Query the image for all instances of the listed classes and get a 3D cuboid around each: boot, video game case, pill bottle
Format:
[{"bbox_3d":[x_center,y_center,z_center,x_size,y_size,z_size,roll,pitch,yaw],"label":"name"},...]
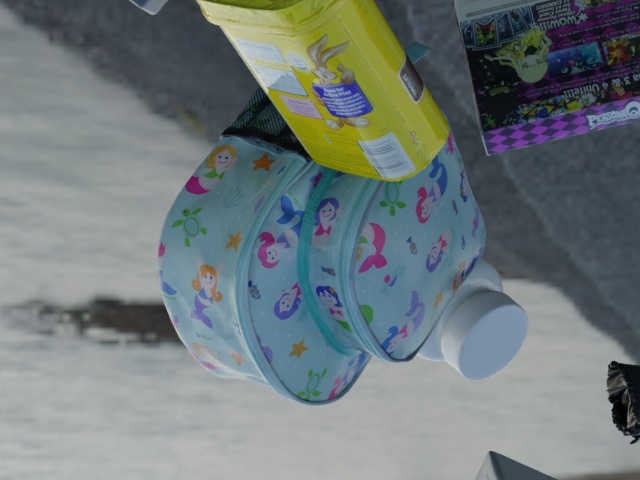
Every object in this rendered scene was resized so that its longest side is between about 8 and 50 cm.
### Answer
[{"bbox_3d":[0.283,0.112,1.374,0.099,0.121,0.045,1,155,-25],"label":"boot"},{"bbox_3d":[0.242,-0.194,1.494,0.232,0.210,0.042,-13,146,6],"label":"video game case"},{"bbox_3d":[0.107,0.047,1.648,0.118,0.117,0.208,10,-157,-44],"label":"pill bottle"}]

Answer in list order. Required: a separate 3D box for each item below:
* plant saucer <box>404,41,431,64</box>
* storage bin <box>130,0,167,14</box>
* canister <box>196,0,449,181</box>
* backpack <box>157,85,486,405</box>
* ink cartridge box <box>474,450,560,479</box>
[{"bbox_3d":[0.013,-0.113,1.451,0.192,0.018,0.067,-37,-176,-12],"label":"plant saucer"},{"bbox_3d":[-0.190,-0.321,1.851,0.135,0.091,0.098,-48,168,6],"label":"storage bin"},{"bbox_3d":[0.003,-0.123,1.127,0.126,0.073,0.170,16,151,45],"label":"canister"},{"bbox_3d":[0.000,0.000,1.291,0.191,0.253,0.225,21,148,37],"label":"backpack"},{"bbox_3d":[0.166,0.315,1.283,0.171,0.232,0.168,23,-176,-1],"label":"ink cartridge box"}]
